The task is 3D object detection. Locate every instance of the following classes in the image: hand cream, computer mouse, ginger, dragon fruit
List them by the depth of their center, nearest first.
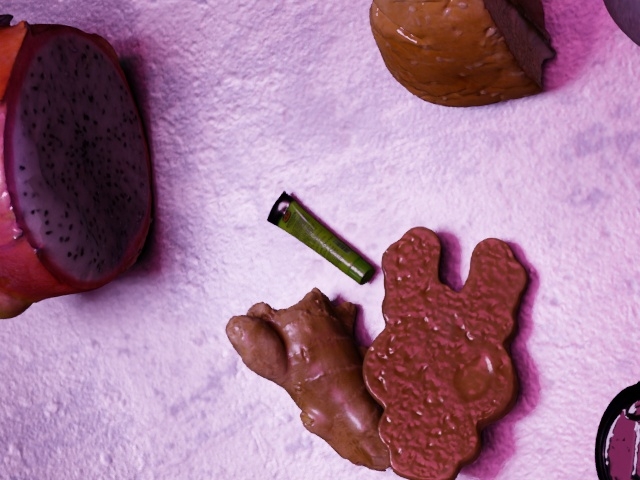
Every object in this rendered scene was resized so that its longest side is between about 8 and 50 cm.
[{"bbox_3d":[0.357,0.190,1.600,0.233,0.096,0.137,9,85,25],"label":"computer mouse"},{"bbox_3d":[0.006,0.124,1.745,0.205,0.115,0.081,47,122,-7],"label":"ginger"},{"bbox_3d":[-0.305,-0.071,1.768,0.189,0.290,0.291,-9,84,22],"label":"dragon fruit"},{"bbox_3d":[0.000,0.000,1.782,0.122,0.023,0.036,37,111,20],"label":"hand cream"}]

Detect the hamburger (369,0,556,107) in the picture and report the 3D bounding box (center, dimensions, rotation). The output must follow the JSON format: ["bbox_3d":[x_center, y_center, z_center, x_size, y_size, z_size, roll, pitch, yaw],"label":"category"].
[{"bbox_3d":[0.114,-0.194,1.653,0.155,0.207,0.135,-18,78,14],"label":"hamburger"}]

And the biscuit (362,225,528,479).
[{"bbox_3d":[0.113,0.107,1.701,0.144,0.040,0.236,7,78,15],"label":"biscuit"}]

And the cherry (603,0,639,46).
[{"bbox_3d":[0.329,-0.251,1.637,0.148,0.115,0.188,23,87,59],"label":"cherry"}]
